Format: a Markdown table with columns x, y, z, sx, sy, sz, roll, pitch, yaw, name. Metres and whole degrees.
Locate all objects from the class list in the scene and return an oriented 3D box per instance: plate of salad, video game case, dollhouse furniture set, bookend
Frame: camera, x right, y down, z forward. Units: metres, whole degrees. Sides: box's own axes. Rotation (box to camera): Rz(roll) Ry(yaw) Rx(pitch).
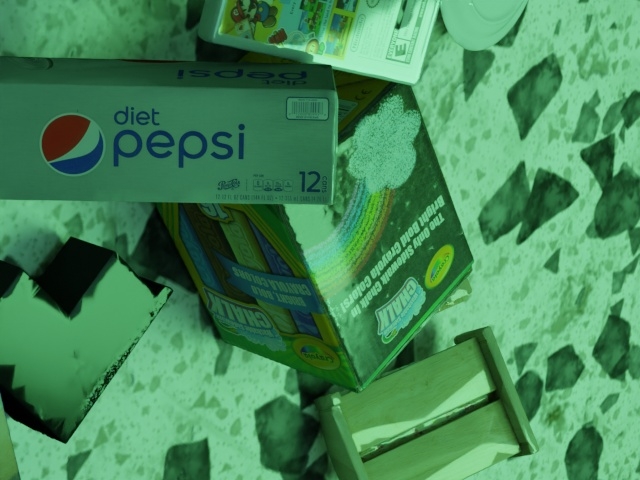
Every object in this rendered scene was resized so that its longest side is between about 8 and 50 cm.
| x | y | z | sx | sy | sz | roll | pitch | yaw | name |
| --- | --- | --- | --- | --- | --- | --- | --- | --- | --- |
| 0.159 | -0.283 | 1.759 | 0.200 | 0.048 | 0.200 | -32 | 131 | -47 | plate of salad |
| 0.021 | -0.245 | 1.401 | 0.206 | 0.026 | 0.227 | 8 | 102 | -37 | video game case |
| 0.045 | 0.240 | 1.829 | 0.303 | 0.174 | 0.355 | -20 | 89 | -27 | dollhouse furniture set |
| -0.222 | 0.051 | 1.455 | 0.156 | 0.072 | 0.157 | -56 | 135 | -18 | bookend |

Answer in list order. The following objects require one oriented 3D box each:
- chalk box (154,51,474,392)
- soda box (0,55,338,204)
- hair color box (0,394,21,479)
| x | y | z | sx | sy | sz | roll | pitch | yaw | name |
| --- | --- | --- | --- | --- | --- | --- | --- | --- | --- |
| 0.000 | 0.000 | 1.595 | 0.180 | 0.179 | 0.289 | -45 | 132 | -28 | chalk box |
| -0.131 | -0.083 | 1.366 | 0.286 | 0.098 | 0.091 | 1 | 107 | -2 | soda box |
| -0.312 | 0.250 | 1.369 | 0.185 | 0.110 | 0.339 | -33 | 129 | -37 | hair color box |
